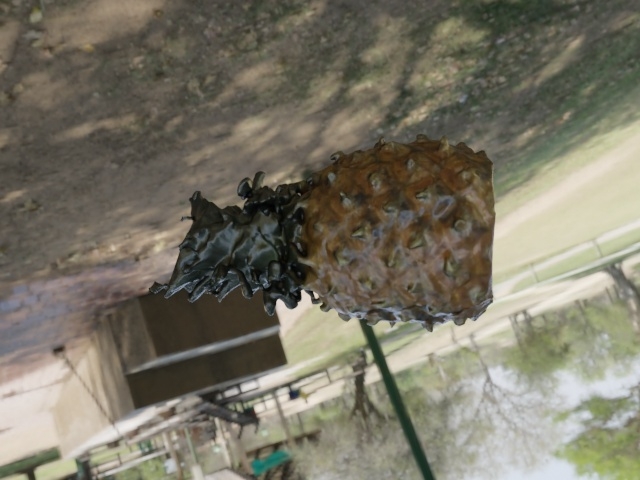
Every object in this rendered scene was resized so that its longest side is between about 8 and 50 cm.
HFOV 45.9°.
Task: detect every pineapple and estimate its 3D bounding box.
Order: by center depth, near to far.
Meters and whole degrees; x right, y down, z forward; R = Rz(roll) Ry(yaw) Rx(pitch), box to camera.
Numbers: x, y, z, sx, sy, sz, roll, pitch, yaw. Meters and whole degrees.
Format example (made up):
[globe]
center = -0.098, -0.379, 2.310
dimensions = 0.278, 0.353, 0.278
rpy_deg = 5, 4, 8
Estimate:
[pineapple]
center = 0.000, 0.000, 0.617
dimensions = 0.279, 0.158, 0.158
rpy_deg = -4, 171, 9
